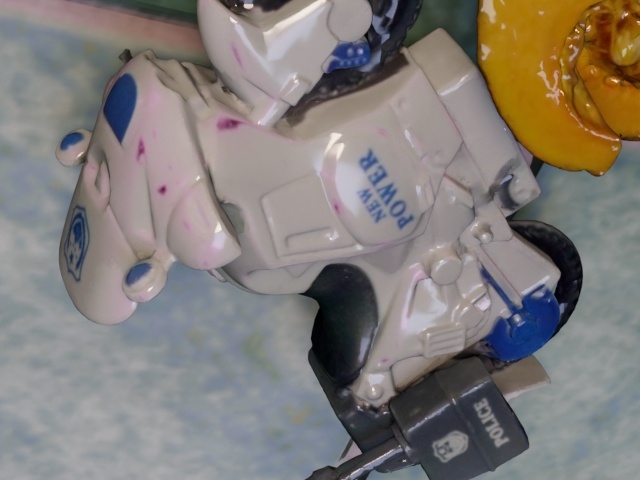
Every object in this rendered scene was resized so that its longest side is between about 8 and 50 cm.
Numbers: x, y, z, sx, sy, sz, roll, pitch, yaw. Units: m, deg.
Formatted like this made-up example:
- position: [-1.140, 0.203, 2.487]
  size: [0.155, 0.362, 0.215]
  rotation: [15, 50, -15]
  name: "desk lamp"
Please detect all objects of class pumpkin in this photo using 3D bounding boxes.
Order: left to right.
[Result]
- position: [0.141, -0.086, 0.586]
  size: [0.183, 0.107, 0.119]
  rotation: [2, 128, 6]
  name: "pumpkin"

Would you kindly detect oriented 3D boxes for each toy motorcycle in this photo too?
- position: [0.000, 0.000, 0.634]
  size: [0.150, 0.102, 0.221]
  rotation: [-34, 130, 0]
  name: "toy motorcycle"
